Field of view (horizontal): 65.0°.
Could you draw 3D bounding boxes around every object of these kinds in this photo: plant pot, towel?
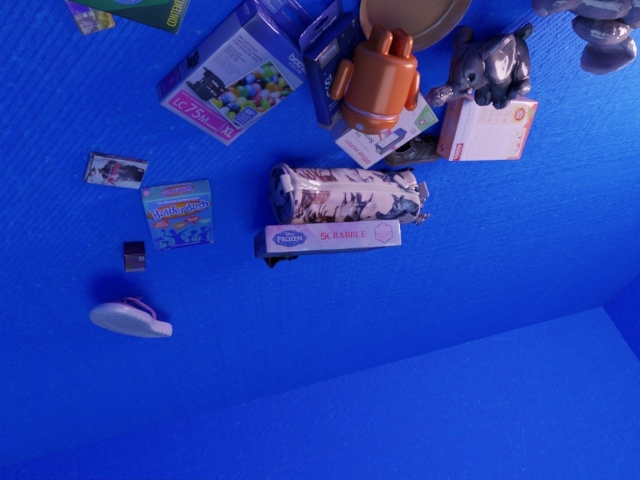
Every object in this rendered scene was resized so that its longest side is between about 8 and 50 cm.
[{"bbox_3d":[0.182,-0.468,0.963,0.237,0.032,0.236,-14,148,-9],"label":"plant pot"},{"bbox_3d":[-0.379,-0.378,0.820,0.060,0.009,0.083,-15,148,-6],"label":"towel"}]

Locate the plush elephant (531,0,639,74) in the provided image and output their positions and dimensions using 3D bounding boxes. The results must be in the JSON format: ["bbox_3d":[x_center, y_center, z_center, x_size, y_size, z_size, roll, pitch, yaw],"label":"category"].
[{"bbox_3d":[0.564,-0.482,0.980,0.330,0.271,0.255,19,-179,-2],"label":"plush elephant"}]

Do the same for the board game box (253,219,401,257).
[{"bbox_3d":[0.000,0.000,1.292,0.319,0.065,0.319,-3,177,-13],"label":"board game box"}]

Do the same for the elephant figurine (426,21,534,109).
[{"bbox_3d":[0.339,-0.372,1.059,0.240,0.185,0.170,3,165,-45],"label":"elephant figurine"}]

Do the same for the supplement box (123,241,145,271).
[{"bbox_3d":[-0.503,0.045,1.357,0.055,0.043,0.083,-4,145,-23],"label":"supplement box"}]

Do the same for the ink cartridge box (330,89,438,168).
[{"bbox_3d":[0.140,-0.282,1.164,0.213,0.093,0.154,-31,147,20],"label":"ink cartridge box"}]

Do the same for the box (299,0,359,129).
[{"bbox_3d":[0.029,-0.344,0.999,0.136,0.037,0.225,-51,152,-19],"label":"box"}]

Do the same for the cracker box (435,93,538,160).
[{"bbox_3d":[0.422,-0.288,1.281,0.233,0.067,0.155,-5,122,-23],"label":"cracker box"}]

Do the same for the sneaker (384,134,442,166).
[{"bbox_3d":[0.259,-0.243,1.309,0.189,0.066,0.071,-17,147,-5],"label":"sneaker"}]

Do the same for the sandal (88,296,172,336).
[{"bbox_3d":[-0.580,0.225,1.548,0.170,0.102,0.416,-2,160,0],"label":"sandal"}]

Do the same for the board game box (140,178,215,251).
[{"bbox_3d":[-0.355,-0.059,1.276,0.160,0.047,0.210,-10,146,-14],"label":"board game box"}]

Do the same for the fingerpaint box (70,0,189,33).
[{"bbox_3d":[-0.275,-0.504,0.542,0.372,0.163,0.444,6,140,-35],"label":"fingerpaint box"}]

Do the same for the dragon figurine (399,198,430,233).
[{"bbox_3d":[0.197,-0.047,1.552,0.289,0.085,0.144,-33,145,17],"label":"dragon figurine"}]

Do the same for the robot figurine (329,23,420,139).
[{"bbox_3d":[0.115,-0.305,0.996,0.158,0.128,0.219,-27,143,-46],"label":"robot figurine"}]

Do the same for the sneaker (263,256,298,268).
[{"bbox_3d":[-0.067,0.004,1.483,0.233,0.090,0.081,-27,147,13],"label":"sneaker"}]

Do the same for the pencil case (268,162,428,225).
[{"bbox_3d":[0.065,-0.118,1.303,0.411,0.159,0.183,-2,157,-26],"label":"pencil case"}]

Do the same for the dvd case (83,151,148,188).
[{"bbox_3d":[-0.454,-0.153,1.115,0.120,0.013,0.087,7,139,-34],"label":"dvd case"}]

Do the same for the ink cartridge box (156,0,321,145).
[{"bbox_3d":[-0.142,-0.330,0.975,0.311,0.065,0.186,-35,145,21],"label":"ink cartridge box"}]
